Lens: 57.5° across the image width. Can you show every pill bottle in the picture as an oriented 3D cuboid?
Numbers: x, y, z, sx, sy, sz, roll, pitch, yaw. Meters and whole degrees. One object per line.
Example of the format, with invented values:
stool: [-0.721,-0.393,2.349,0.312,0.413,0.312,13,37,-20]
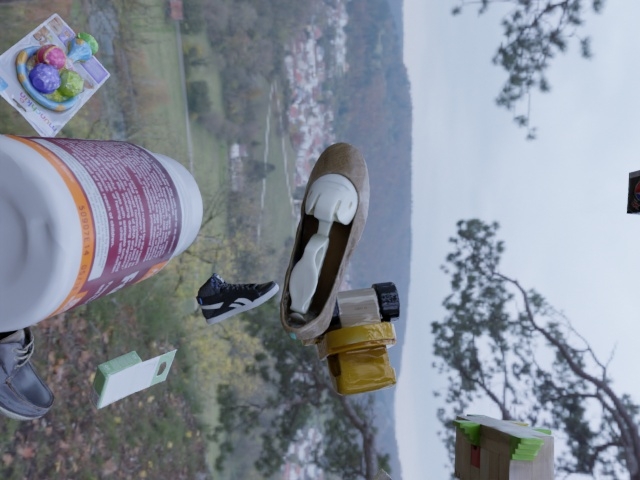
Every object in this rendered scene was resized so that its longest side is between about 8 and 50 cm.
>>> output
pill bottle: [-0.330,-0.030,0.816,0.392,0.224,0.224,-32,123,-75]

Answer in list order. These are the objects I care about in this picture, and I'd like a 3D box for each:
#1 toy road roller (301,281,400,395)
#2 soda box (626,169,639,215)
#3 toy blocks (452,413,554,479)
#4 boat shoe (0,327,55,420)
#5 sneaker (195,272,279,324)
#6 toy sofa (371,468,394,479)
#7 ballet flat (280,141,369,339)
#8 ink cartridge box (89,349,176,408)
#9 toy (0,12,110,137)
toy road roller: [0.073,0.248,1.403,0.329,0.203,0.240,114,-31,-70]
soda box: [0.455,-0.050,0.685,0.060,0.169,0.053,159,-64,-81]
toy blocks: [0.395,0.540,1.283,0.381,0.191,0.260,132,-37,-77]
boat shoe: [-0.676,0.238,1.221,0.355,0.130,0.132,57,3,-28]
sneaker: [-0.229,0.128,1.532,0.079,0.217,0.121,-87,151,-77]
toy sofa: [0.173,0.708,1.532,0.150,0.177,0.362,-46,177,-13]
ballet flat: [0.000,0.000,0.949,0.124,0.116,0.342,12,95,-80]
ink cartridge box: [-0.569,0.404,1.773,0.235,0.056,0.171,-19,147,-45]
toy: [-0.436,-0.287,0.976,0.137,0.056,0.237,52,29,-31]
